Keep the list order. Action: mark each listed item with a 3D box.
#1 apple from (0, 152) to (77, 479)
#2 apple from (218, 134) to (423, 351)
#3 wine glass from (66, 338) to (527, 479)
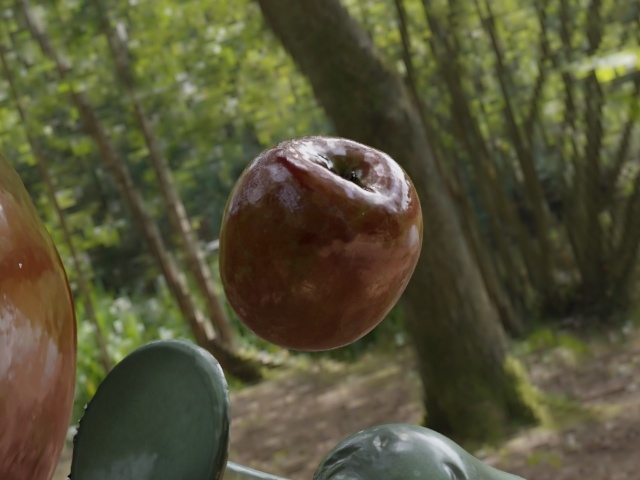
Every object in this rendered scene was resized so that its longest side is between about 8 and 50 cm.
[{"bbox_3d":[-0.207,0.043,0.653,0.230,0.230,0.230,-18,4,1],"label":"apple"},{"bbox_3d":[0.000,0.000,1.428,0.181,0.168,0.181,12,35,-8],"label":"apple"},{"bbox_3d":[0.006,0.097,0.590,0.079,0.079,0.195,-15,-28,40],"label":"wine glass"}]
